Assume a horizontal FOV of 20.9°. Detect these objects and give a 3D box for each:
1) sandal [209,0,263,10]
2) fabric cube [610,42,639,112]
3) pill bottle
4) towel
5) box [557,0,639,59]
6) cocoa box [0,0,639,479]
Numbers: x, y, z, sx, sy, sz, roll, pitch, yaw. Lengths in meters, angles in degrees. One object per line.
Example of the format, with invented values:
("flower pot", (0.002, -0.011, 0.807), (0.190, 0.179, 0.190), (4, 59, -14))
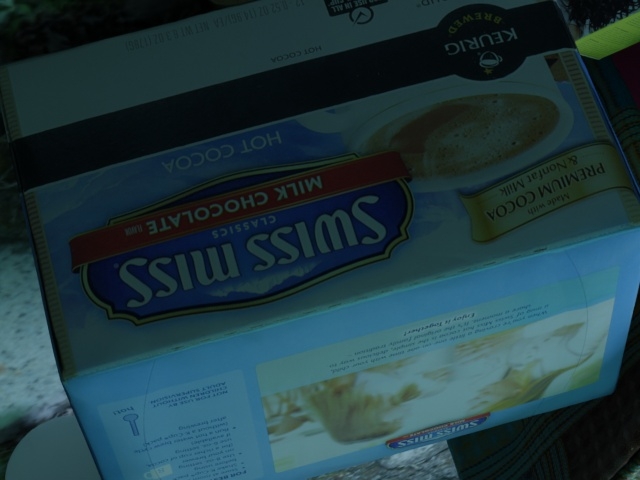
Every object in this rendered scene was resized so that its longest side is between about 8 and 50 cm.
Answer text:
("sandal", (0.022, -0.220, 1.039), (0.240, 0.088, 0.079), (-31, 154, 8))
("fabric cube", (0.386, -0.113, 1.367), (0.258, 0.259, 0.254), (-22, 147, -18))
("pill bottle", (-0.184, 0.240, 1.468), (0.131, 0.131, 0.229), (-29, 150, -7))
("towel", (0.159, 0.029, 1.270), (0.040, 0.370, 0.271), (19, 126, -29))
("box", (0.254, -0.200, 1.125), (0.232, 0.087, 0.058), (-24, 161, 34))
("cocoa box", (0.000, 0.000, 1.088), (0.347, 0.228, 0.231), (-15, 150, -5))
